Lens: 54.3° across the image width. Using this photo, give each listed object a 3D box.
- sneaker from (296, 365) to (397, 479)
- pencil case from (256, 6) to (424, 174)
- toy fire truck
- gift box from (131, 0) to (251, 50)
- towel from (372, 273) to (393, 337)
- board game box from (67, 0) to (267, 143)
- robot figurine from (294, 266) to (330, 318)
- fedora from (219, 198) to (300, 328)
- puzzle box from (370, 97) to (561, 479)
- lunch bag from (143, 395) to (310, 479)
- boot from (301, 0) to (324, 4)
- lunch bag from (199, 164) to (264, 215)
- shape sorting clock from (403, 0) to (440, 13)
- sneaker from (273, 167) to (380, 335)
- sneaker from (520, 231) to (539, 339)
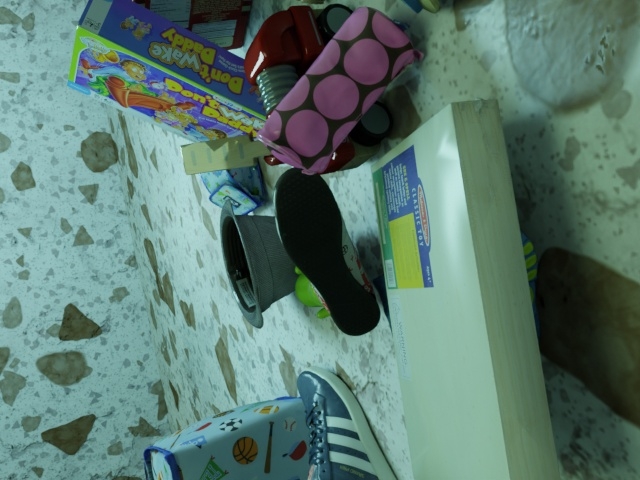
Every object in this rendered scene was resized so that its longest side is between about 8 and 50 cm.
[{"bbox_3d":[0.016,0.379,1.086,0.350,0.148,0.131,55,147,35],"label":"sneaker"},{"bbox_3d":[0.022,-0.173,0.741,0.098,0.209,0.095,39,-176,-6],"label":"pencil case"},{"bbox_3d":[-0.064,-0.184,0.844,0.158,0.246,0.217,-30,76,62],"label":"toy fire truck"},{"bbox_3d":[-0.284,-0.484,1.121,0.258,0.255,0.276,62,147,22],"label":"gift box"},{"bbox_3d":[0.114,0.101,0.886,0.067,0.029,0.119,-25,80,62],"label":"towel"},{"bbox_3d":[-0.231,-0.256,1.046,0.233,0.347,0.078,-20,50,64],"label":"board game box"},{"bbox_3d":[0.000,0.079,1.054,0.115,0.067,0.101,-14,101,63],"label":"robot figurine"},{"bbox_3d":[-0.100,0.034,1.163,0.275,0.124,0.243,126,127,-68],"label":"fedora"},{"bbox_3d":[0.140,0.084,0.672,0.272,0.052,0.408,155,108,-78],"label":"puzzle box"},{"bbox_3d":[-0.195,0.488,1.360,0.385,0.328,0.238,-25,79,62],"label":"lunch bag"},{"bbox_3d":[-0.041,-0.409,0.908,0.158,0.059,0.084,41,135,37],"label":"boot"},{"bbox_3d":[-0.179,-0.124,1.285,0.151,0.096,0.129,61,151,-2],"label":"lunch bag"},{"bbox_3d":[0.046,-0.309,0.653,0.040,0.206,0.206,-51,51,20],"label":"shape sorting clock"},{"bbox_3d":[-0.001,0.001,0.903,0.270,0.090,0.145,63,-179,-25],"label":"sneaker"},{"bbox_3d":[0.197,0.067,0.686,0.078,0.067,0.188,-112,16,-66],"label":"sneaker"}]
